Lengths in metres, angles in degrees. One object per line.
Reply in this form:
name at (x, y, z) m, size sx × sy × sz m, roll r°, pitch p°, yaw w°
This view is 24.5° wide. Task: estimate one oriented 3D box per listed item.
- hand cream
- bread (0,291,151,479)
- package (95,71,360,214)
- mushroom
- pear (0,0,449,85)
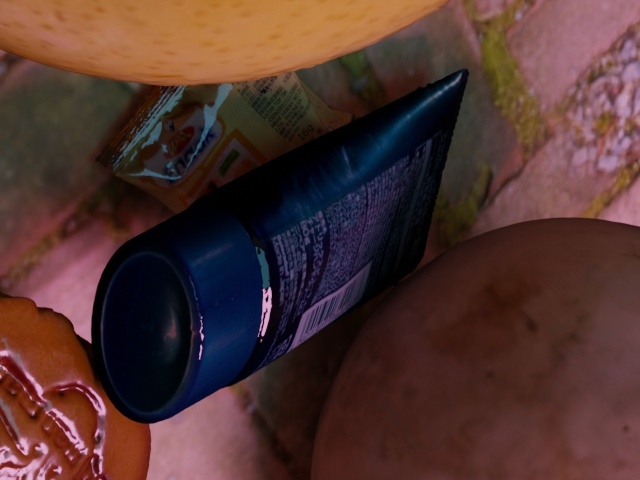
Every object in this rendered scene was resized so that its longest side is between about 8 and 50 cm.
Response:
hand cream at (0.000, 0.000, 0.697) m, size 0.270 × 0.061 × 0.120 m, roll -27°, pitch 135°, yaw -53°
bread at (-0.138, 0.094, 0.628) m, size 0.125 × 0.086 × 0.156 m, roll 6°, pitch 99°, yaw -43°
package at (-0.037, -0.047, 0.710) m, size 0.121 × 0.031 × 0.108 m, roll 44°, pitch 75°, yaw -40°
mushroom at (0.152, 0.130, 0.780) m, size 0.290 × 0.297 × 0.298 m, roll -11°, pitch 113°, yaw -62°
pear at (-0.042, -0.219, 0.460) m, size 0.348 × 0.348 × 0.348 m, roll -15°, pitch 113°, yaw -38°
